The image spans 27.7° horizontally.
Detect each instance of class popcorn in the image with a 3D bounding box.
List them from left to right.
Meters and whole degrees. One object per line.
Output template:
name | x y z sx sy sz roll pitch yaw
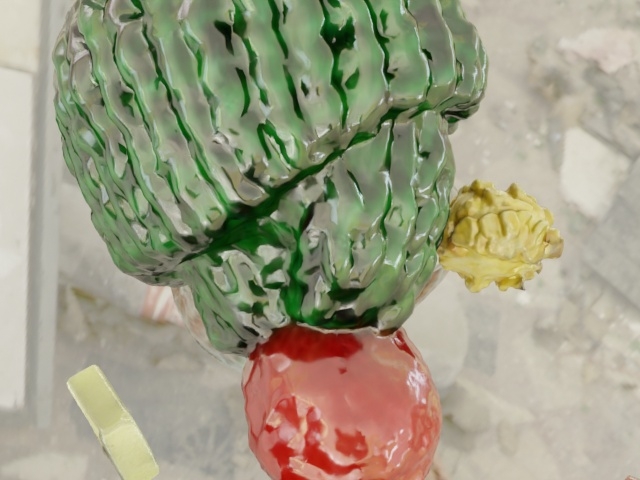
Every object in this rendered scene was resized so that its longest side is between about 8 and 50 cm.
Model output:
popcorn | 0.109 -0.002 0.798 0.083 0.082 0.057 3 61 24

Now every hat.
hat | -0.002 -0.010 0.749 0.242 0.274 0.332 -21 83 -9

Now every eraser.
eraser | -0.295 0.264 1.845 0.058 0.117 0.172 -29 32 -14

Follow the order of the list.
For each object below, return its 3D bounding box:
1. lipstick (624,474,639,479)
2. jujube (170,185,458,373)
lipstick | 0.272 0.364 1.413 0.274 0.061 0.068 -48 117 -10
jujube | 0.004 0.007 1.340 0.246 0.308 0.215 27 33 -37
